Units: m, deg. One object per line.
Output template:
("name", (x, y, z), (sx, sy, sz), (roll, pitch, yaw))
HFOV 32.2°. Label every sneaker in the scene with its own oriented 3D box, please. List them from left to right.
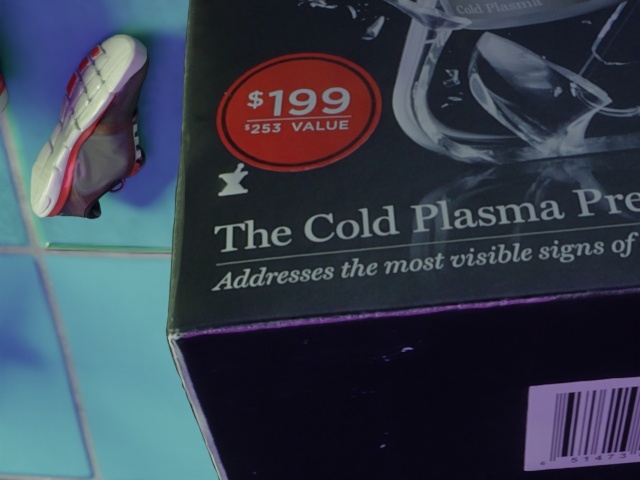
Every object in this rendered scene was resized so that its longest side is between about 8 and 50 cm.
("sneaker", (-0.149, -0.076, 0.779), (0.065, 0.061, 0.158), (14, 130, -32))

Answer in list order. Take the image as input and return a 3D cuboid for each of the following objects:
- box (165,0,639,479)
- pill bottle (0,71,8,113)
("box", (0.115, -0.048, 0.534), (0.343, 0.312, 0.179), (-6, 139, 3))
("pill bottle", (-0.280, -0.154, 0.709), (0.108, 0.108, 0.180), (-5, 122, 14))
